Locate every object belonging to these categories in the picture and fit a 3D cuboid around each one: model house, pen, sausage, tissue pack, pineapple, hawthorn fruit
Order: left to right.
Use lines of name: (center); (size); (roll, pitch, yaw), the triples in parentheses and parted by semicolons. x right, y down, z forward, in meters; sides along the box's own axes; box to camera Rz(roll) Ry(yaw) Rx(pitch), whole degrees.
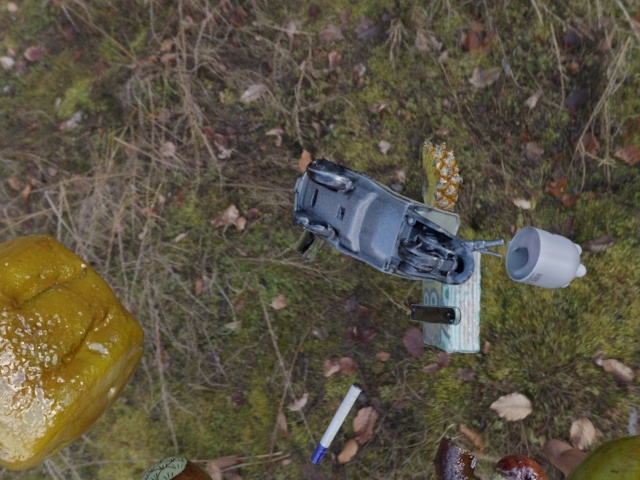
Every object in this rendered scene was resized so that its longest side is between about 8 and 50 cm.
model house: (0.000, 0.000, 0.897); (0.057, 0.058, 0.083); (34, 93, 28)
pen: (0.044, 0.519, 1.455); (0.033, 0.033, 0.269); (33, 103, 27)
pineapple: (0.345, -0.167, 1.463); (0.079, 0.135, 0.233); (-5, 102, -10)
tissue pack: (0.393, 0.172, 1.561); (0.127, 0.228, 0.311); (1, 86, -5)
hawthorn fruit: (0.553, 0.670, 1.434); (0.148, 0.172, 0.148); (-2, 74, 8)
sausage: (0.576, 0.474, 1.046); (0.078, 0.304, 0.078); (3, 82, -19)

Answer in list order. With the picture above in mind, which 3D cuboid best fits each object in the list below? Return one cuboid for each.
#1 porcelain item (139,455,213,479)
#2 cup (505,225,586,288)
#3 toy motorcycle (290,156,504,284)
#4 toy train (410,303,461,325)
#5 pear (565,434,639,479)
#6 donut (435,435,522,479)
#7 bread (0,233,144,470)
porcelain item: (-0.308, 0.558, 0.994); (0.252, 0.253, 0.253); (-6, 74, 22)
cup: (0.538, 0.052, 1.246); (0.141, 0.173, 0.134); (14, 71, -12)
toy motorcycle: (0.074, -0.020, 0.584); (0.263, 0.157, 0.091); (31, 107, 40)
toy train: (0.273, 0.174, 1.208); (0.047, 0.207, 0.043); (7, 82, -16)
pear: (0.394, 0.343, 0.625); (0.200, 0.200, 0.200); (-6, 74, 22)
donut: (0.336, 0.533, 1.127); (0.217, 0.085, 0.141); (16, 69, 38)
bread: (-0.458, 0.159, 0.829); (0.148, 0.328, 0.337); (-35, 99, 19)
